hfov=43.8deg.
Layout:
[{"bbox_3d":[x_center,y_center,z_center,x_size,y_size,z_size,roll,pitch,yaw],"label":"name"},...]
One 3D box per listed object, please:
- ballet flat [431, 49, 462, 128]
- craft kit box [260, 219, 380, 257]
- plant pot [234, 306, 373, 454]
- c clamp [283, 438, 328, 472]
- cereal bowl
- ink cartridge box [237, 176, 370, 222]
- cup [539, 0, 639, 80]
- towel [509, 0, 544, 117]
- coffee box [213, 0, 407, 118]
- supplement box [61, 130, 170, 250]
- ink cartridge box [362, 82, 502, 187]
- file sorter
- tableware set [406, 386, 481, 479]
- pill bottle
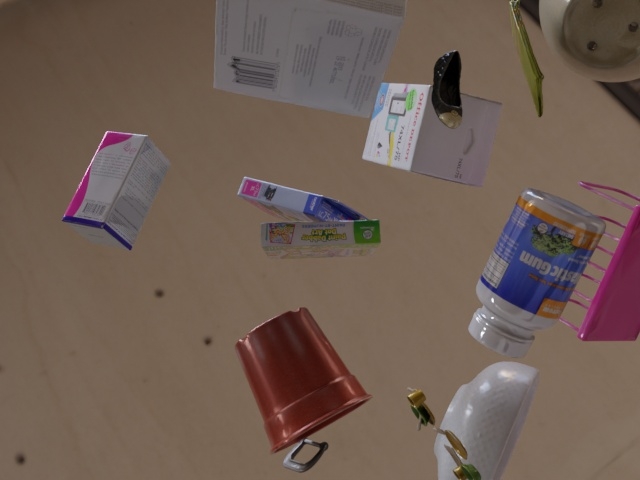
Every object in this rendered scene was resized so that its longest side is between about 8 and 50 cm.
[{"bbox_3d":[0.236,-0.279,1.463,0.057,0.173,0.049,14,-34,-22],"label":"ballet flat"},{"bbox_3d":[0.000,0.000,1.732,0.246,0.061,0.250,-5,-7,0],"label":"craft kit box"},{"bbox_3d":[-0.058,0.320,1.882,0.272,0.265,0.272,-28,-15,-8],"label":"plant pot"},{"bbox_3d":[-0.031,0.510,1.950,0.137,0.022,0.160,-39,15,-20],"label":"c clamp"},{"bbox_3d":[0.334,0.402,1.665,0.339,0.141,0.339,-49,-28,-38],"label":"cereal bowl"},{"bbox_3d":[-0.038,-0.078,2.007,0.185,0.311,0.065,30,-104,-54],"label":"ink cartridge box"},{"bbox_3d":[0.580,-0.448,1.570,0.331,0.331,0.237,-55,-4,38],"label":"cup"},{"bbox_3d":[0.399,-0.353,1.529,0.021,0.237,0.102,-12,-40,11],"label":"towel"},{"bbox_3d":[-0.018,-0.496,1.578,0.337,0.335,0.338,10,-25,-5],"label":"coffee box"},{"bbox_3d":[-0.419,-0.105,1.653,0.114,0.111,0.220,53,-128,-56],"label":"supplement box"},{"bbox_3d":[0.256,-0.252,1.870,0.197,0.270,0.198,10,-83,-22],"label":"ink cartridge box"},{"bbox_3d":[0.597,0.041,1.675,0.202,0.182,0.291,5,-69,-39],"label":"file sorter"},{"bbox_3d":[0.167,0.275,1.112,0.024,0.154,0.104,-33,2,-13],"label":"tableware set"},{"bbox_3d":[0.362,0.060,1.371,0.152,0.152,0.272,-3,-61,-57],"label":"pill bottle"}]
